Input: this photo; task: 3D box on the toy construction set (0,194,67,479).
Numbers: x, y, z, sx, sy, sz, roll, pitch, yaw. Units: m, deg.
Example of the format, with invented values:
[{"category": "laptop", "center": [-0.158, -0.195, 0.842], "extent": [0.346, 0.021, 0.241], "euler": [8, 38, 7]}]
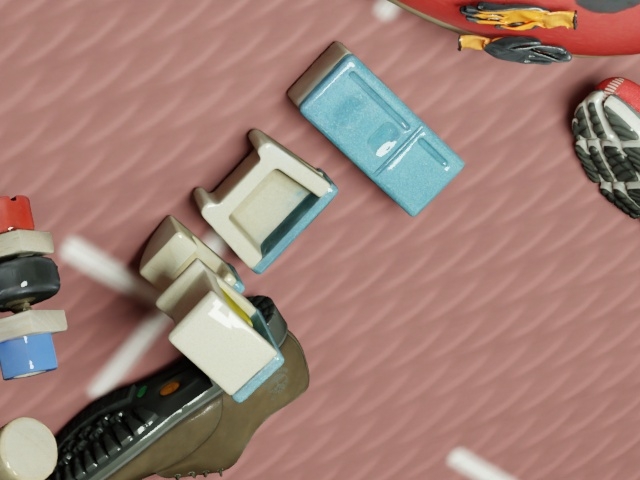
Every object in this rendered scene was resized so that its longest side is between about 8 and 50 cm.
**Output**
[{"category": "toy construction set", "center": [-0.298, 0.091, 1.105], "extent": [0.237, 0.257, 0.308], "euler": [-26, 102, 44]}]

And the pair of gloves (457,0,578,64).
[{"category": "pair of gloves", "center": [0.124, -0.130, 1.101], "extent": [0.074, 0.083, 0.010], "euler": [6, 74, 5]}]

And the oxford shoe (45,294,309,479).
[{"category": "oxford shoe", "center": [-0.104, 0.142, 1.224], "extent": [0.227, 0.083, 0.096], "euler": [-33, 119, 0]}]

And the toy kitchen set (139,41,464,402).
[{"category": "toy kitchen set", "center": [0.000, 0.000, 1.150], "extent": [0.207, 0.166, 0.122], "euler": [-46, 114, 5]}]

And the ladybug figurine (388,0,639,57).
[{"category": "ladybug figurine", "center": [0.155, -0.263, 1.095], "extent": [0.449, 0.162, 0.305], "euler": [15, 105, -19]}]

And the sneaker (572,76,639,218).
[{"category": "sneaker", "center": [0.296, -0.047, 1.264], "extent": [0.279, 0.107, 0.118], "euler": [34, 80, -26]}]
